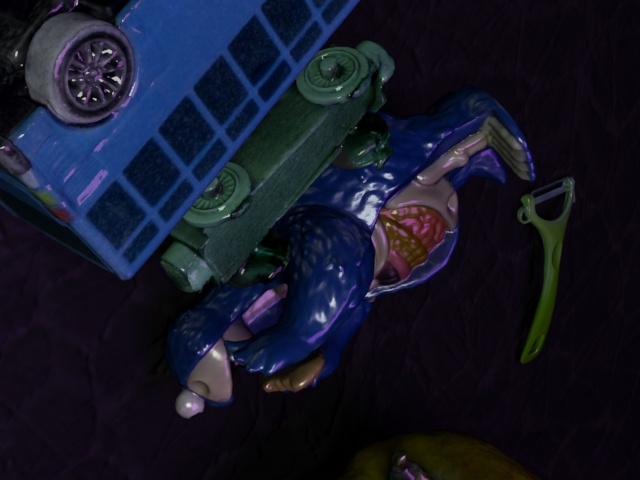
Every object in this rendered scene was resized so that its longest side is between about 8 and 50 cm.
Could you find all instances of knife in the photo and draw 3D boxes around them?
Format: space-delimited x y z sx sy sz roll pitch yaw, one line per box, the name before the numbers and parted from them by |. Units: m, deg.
knife | 0.184 0.031 1.018 0.078 0.022 0.166 -17 119 -38

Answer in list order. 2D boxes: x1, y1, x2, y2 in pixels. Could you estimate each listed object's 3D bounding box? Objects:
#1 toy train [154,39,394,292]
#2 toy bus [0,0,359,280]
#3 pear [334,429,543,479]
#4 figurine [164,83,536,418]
toy train | -0.035 -0.048 0.647 0.172 0.099 0.070 -48 144 -20
toy bus | -0.072 -0.111 0.566 0.234 0.116 0.133 -52 139 -15
pear | 0.092 0.279 0.835 0.287 0.287 0.375 -39 128 -31
figurine | 0.004 -0.002 0.731 0.262 0.121 0.164 -40 171 -20
